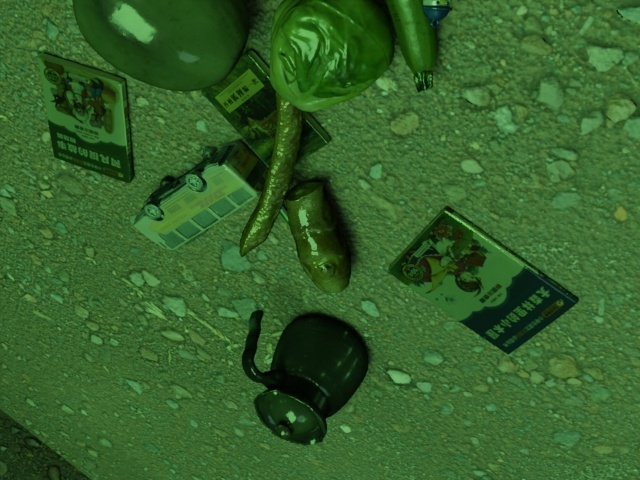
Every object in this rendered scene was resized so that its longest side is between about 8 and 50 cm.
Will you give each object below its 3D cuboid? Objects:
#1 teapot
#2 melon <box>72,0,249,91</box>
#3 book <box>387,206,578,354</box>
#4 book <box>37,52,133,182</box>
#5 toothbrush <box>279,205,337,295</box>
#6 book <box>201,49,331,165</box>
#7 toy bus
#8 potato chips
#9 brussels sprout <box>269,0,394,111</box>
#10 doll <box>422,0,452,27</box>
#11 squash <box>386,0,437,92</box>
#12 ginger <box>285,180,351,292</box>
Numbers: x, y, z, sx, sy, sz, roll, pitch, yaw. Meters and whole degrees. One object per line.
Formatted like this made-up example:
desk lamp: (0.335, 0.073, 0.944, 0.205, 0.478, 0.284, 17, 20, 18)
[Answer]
teapot: (-0.041, 0.310, 1.750, 0.223, 0.285, 0.305, 4, 131, 24)
melon: (-0.267, -0.386, 1.281, 0.272, 0.272, 0.308, -19, 112, 38)
book: (0.320, 0.089, 1.558, 0.322, 0.018, 0.228, 34, 136, -3)
book: (-0.504, -0.260, 1.675, 0.202, 0.027, 0.264, 19, 134, 11)
toothbrush: (-0.042, 0.001, 1.661, 0.030, 0.030, 0.304, -17, 119, 37)
book: (-0.106, -0.241, 1.486, 0.160, 0.024, 0.228, -27, 113, 43)
toy bus: (-0.261, -0.094, 1.650, 0.138, 0.097, 0.342, 42, 134, -21)
potato chips: (-0.087, -0.134, 1.478, 0.080, 0.057, 0.407, 2, 129, -21)
brussels sprout: (0.017, -0.318, 1.266, 0.223, 0.161, 0.223, 3, 147, 2)
doll: (0.178, -0.393, 1.158, 0.099, 0.057, 0.143, -3, 110, -23)
squash: (0.143, -0.359, 1.220, 0.066, 0.066, 0.252, -2, 128, 29)
ginger: (0.000, 0.000, 1.577, 0.109, 0.116, 0.263, 13, 132, 40)
